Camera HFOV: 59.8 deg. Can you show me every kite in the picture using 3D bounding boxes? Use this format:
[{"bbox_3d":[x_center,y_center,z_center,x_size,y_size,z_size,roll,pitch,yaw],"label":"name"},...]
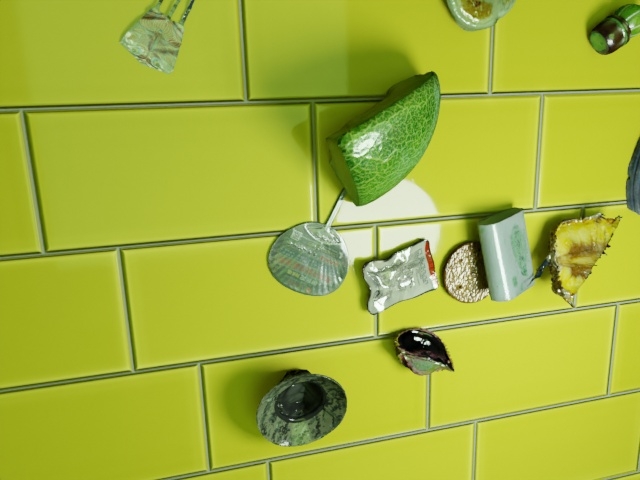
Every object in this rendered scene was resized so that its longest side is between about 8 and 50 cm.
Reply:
[{"bbox_3d":[-0.353,-0.503,1.263,0.127,0.016,0.229,25,96,-23],"label":"kite"}]

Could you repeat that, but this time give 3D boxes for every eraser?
[{"bbox_3d":[0.527,0.037,1.575,0.174,0.081,0.227,-21,103,-34],"label":"eraser"}]

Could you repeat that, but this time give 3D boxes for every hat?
[{"bbox_3d":[-0.056,0.425,1.512,0.265,0.128,0.265,-4,118,-8],"label":"hat"}]

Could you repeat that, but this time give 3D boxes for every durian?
[{"bbox_3d":[0.282,0.326,1.612,0.186,0.119,0.108,17,136,-7],"label":"durian"}]

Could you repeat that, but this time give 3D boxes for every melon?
[{"bbox_3d":[0.173,-0.274,1.371,0.343,0.226,0.331,-36,147,-3],"label":"melon"}]

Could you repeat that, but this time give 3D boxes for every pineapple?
[{"bbox_3d":[0.721,0.048,1.637,0.158,0.161,0.334,30,74,8],"label":"pineapple"}]

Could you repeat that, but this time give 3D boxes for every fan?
[{"bbox_3d":[-0.031,0.012,1.480,0.223,0.012,0.294,-5,105,-13],"label":"fan"}]

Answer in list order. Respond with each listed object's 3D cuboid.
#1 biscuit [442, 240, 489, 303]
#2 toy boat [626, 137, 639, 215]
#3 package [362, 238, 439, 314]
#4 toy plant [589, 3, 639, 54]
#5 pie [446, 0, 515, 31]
[{"bbox_3d":[0.439,0.091,1.618,0.187,0.027,0.188,-3,102,-15],"label":"biscuit"},{"bbox_3d":[1.004,-0.214,1.674,0.127,0.078,0.283,-3,104,-14],"label":"toy boat"},{"bbox_3d":[0.219,0.103,1.559,0.232,0.040,0.166,-22,111,-18],"label":"package"},{"bbox_3d":[0.824,-0.586,1.527,0.162,0.093,0.093,-36,110,-4],"label":"toy plant"},{"bbox_3d":[0.401,-0.660,1.413,0.240,0.054,0.241,-4,103,-17],"label":"pie"}]
